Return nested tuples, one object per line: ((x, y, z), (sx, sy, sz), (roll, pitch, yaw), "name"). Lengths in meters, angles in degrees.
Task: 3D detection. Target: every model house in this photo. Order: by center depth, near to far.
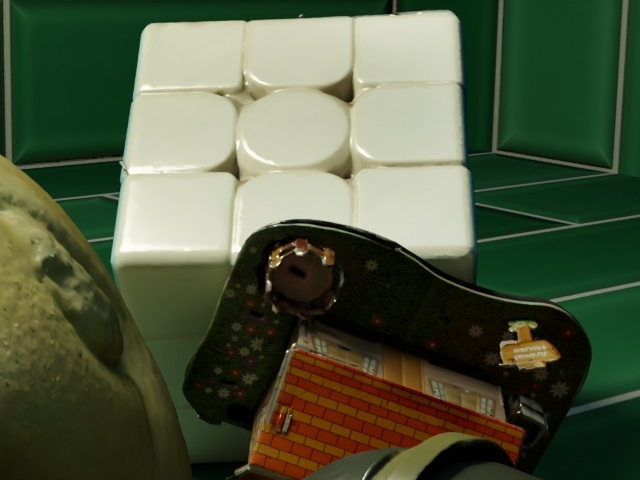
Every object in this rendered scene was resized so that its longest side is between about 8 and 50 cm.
((0.052, 0.131, 1.167), (0.294, 0.207, 0.154), (20, 28, -9), "model house")

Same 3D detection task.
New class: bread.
((-0.283, 0.114, 0.917), (0.376, 0.348, 0.253), (-18, 40, 17), "bread")

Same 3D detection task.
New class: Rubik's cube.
((-0.011, -0.001, 1.389), (0.291, 0.290, 0.291), (-3, 49, 2), "Rubik's cube")

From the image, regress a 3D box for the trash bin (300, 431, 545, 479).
((0.100, 0.219, 0.820), (0.334, 0.214, 0.214), (15, 17, 33), "trash bin")
